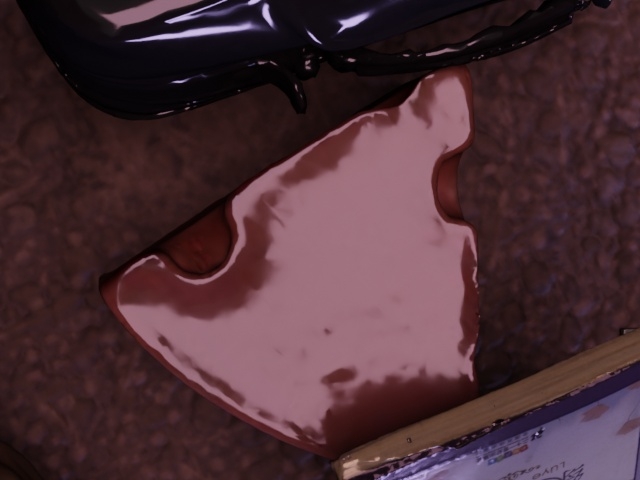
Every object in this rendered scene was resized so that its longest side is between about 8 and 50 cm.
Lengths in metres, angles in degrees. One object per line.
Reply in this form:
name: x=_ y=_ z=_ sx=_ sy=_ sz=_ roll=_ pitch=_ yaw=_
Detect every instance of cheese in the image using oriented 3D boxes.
cheese: x=-0.021 y=0.018 z=0.599 sx=0.177 sy=0.128 sz=0.203 roll=-2 pitch=93 yaw=-11

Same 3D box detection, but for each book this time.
book: x=0.093 y=0.144 z=0.597 sx=0.157 sy=0.231 sz=0.026 roll=-21 pitch=50 yaw=-8

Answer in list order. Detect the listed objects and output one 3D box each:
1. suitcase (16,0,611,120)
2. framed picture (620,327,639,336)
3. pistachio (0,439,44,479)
suitcase: x=0.000 y=-0.237 z=0.547 sx=0.345 sy=0.188 sz=0.340 roll=-20 pitch=81 yaw=-10
framed picture: x=0.217 y=0.084 z=0.703 sx=0.089 sy=0.006 sz=0.066 roll=0 pitch=92 yaw=-9
pistachio: x=-0.173 y=0.237 z=0.521 sx=0.226 sy=0.207 sz=0.332 roll=-41 pitch=59 yaw=30
